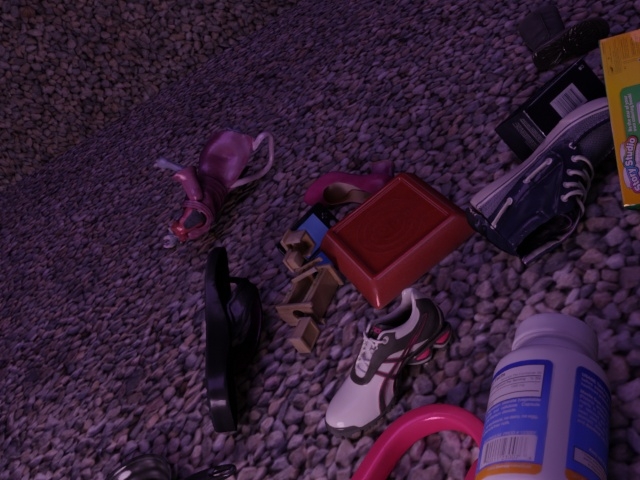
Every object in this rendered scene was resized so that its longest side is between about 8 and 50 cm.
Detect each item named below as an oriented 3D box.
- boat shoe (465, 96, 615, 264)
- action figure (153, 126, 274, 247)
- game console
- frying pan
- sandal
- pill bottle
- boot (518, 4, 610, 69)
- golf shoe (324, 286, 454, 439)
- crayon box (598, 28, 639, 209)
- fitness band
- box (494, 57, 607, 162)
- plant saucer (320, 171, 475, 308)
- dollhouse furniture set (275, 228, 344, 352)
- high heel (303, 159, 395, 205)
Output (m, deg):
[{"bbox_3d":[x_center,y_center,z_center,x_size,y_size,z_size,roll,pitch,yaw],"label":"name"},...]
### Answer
[{"bbox_3d":[0.425,-0.096,1.356,0.340,0.127,0.158,-41,36,7],"label":"boat shoe"},{"bbox_3d":[-0.287,-0.113,2.073,0.275,0.248,0.370,5,42,12],"label":"action figure"},{"bbox_3d":[0.000,0.000,1.679,0.144,0.124,0.085,-46,5,-17],"label":"game console"},{"bbox_3d":[-0.286,0.436,1.402,0.326,0.053,0.197,-32,31,3],"label":"frying pan"},{"bbox_3d":[-0.165,0.184,1.558,0.106,0.168,0.446,-8,41,-2],"label":"sandal"},{"bbox_3d":[0.287,0.230,1.002,0.152,0.152,0.272,-13,37,34],"label":"pill bottle"},{"bbox_3d":[0.550,-0.483,1.803,0.189,0.076,0.208,-20,27,22],"label":"boot"},{"bbox_3d":[0.091,0.195,1.284,0.273,0.120,0.105,-46,33,-13],"label":"golf shoe"},{"bbox_3d":[0.544,-0.197,1.229,0.165,0.081,0.279,-10,84,37],"label":"crayon box"},{"bbox_3d":[0.131,0.354,1.094,0.209,0.054,0.291,3,48,51],"label":"fitness band"},{"bbox_3d":[0.436,-0.242,1.494,0.156,0.093,0.158,-42,2,-8],"label":"box"},{"bbox_3d":[0.141,-0.020,1.559,0.258,0.048,0.259,-38,38,-4],"label":"plant saucer"},{"bbox_3d":[-0.063,0.098,1.528,0.101,0.161,0.182,-9,39,38],"label":"dollhouse furniture set"},{"bbox_3d":[0.061,-0.097,1.766,0.244,0.082,0.117,-14,44,25],"label":"high heel"}]
